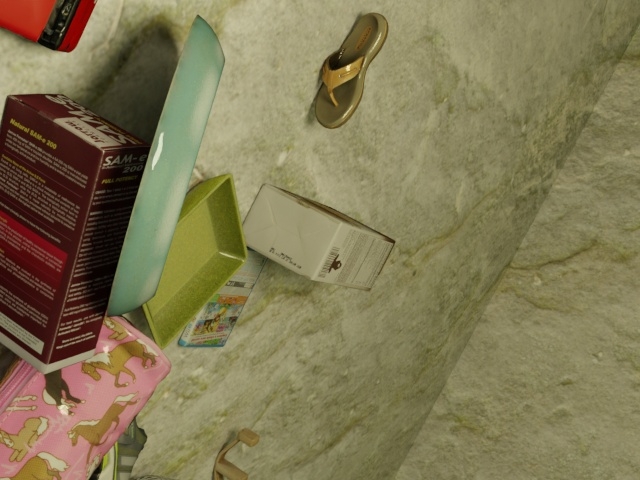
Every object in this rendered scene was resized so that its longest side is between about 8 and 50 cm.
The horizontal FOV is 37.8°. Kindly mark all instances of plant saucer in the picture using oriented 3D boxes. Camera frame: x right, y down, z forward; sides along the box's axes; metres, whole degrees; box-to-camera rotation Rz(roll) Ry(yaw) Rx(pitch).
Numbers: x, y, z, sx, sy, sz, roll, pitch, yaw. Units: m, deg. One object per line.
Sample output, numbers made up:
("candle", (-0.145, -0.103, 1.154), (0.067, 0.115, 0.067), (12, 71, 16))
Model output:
("plant saucer", (-0.179, 0.022, 1.213), (0.188, 0.045, 0.188), (-48, 153, -28))
("plant saucer", (-0.152, -0.070, 0.954), (0.317, 0.043, 0.318), (-164, -90, -81))

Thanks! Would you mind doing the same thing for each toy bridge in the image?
("toy bridge", (-0.159, 0.413, 1.665), (0.026, 0.063, 0.188), (-22, 134, -55))

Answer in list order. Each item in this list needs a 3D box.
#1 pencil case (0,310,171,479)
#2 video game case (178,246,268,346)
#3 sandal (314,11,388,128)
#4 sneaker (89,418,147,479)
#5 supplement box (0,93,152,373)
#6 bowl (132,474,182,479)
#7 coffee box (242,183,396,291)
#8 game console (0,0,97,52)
("pencil case", (-0.327, 0.235, 1.020), (0.386, 0.160, 0.167), (-54, -176, -16))
("video game case", (-0.142, 0.084, 1.395), (0.166, 0.015, 0.119), (-63, 157, 5))
("sandal", (0.036, -0.247, 1.325), (0.049, 0.072, 0.180), (23, 94, -51))
("sneaker", (-0.285, 0.306, 1.247), (0.121, 0.111, 0.300), (-40, 151, -48))
("supplement box", (-0.261, -0.008, 0.910), (0.073, 0.130, 0.240), (-17, 132, -58))
("bowl", (-0.281, 0.414, 1.402), (0.170, 0.080, 0.170), (-44, 151, -33))
("coffee box", (0.000, 0.000, 1.433), (0.098, 0.141, 0.246), (-63, 158, 5))
("game console", (-0.239, -0.250, 0.828), (0.144, 0.085, 0.124), (-63, -173, 7))
